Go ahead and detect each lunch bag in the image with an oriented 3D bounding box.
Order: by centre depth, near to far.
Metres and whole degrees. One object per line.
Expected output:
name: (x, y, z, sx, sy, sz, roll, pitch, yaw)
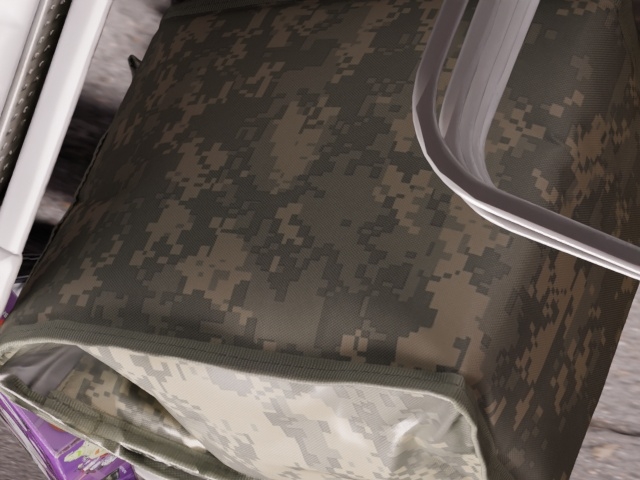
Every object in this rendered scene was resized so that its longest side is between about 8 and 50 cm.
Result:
lunch bag: (0.000, 0.000, 0.962, 0.287, 0.235, 0.169, 8, 149, 29)

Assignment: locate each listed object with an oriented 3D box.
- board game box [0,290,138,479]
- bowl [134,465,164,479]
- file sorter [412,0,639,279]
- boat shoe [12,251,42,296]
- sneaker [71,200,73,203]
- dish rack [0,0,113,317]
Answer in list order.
board game box: (-0.236, 0.022, 1.222, 0.347, 0.056, 0.208, 49, 162, 18)
bowl: (-0.051, 0.141, 1.296, 0.142, 0.053, 0.142, 9, 166, 7)
file sorter: (0.145, -0.063, 0.626, 0.193, 0.173, 0.277, 22, -177, 7)
boat shoe: (-0.279, 0.025, 1.440, 0.301, 0.102, 0.108, -7, 168, 1)
sneaker: (-0.102, 0.021, 1.241, 0.210, 0.137, 0.366, 5, 159, 23)
dish rack: (-0.233, -0.122, 0.885, 0.285, 0.072, 0.333, 26, 132, -1)
